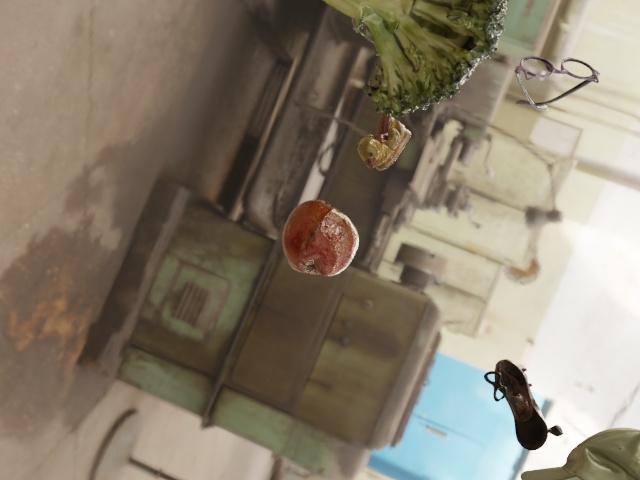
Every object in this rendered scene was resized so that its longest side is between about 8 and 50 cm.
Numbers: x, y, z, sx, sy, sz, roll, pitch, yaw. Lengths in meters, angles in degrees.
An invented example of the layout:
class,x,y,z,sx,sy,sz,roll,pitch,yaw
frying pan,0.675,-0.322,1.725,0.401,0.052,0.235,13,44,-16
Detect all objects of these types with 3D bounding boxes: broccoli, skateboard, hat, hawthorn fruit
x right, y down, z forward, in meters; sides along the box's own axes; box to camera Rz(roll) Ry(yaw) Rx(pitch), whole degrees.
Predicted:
class,x,y,z,sx,sy,sz,roll,pitch,yaw
broccoli,0.049,-0.303,1.123,0.252,0.362,0.221,95,9,-72
skateboard,0.310,0.258,1.427,0.067,0.151,0.080,-38,155,31
hat,0.284,0.232,0.882,0.166,0.122,0.081,-21,-136,47
hawthorn fruit,0.000,0.000,1.407,0.128,0.128,0.128,21,90,-79

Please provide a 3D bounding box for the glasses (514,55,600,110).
class,x,y,z,sx,sy,sz,roll,pitch,yaw
glasses,0.363,-0.236,1.447,0.103,0.140,0.062,104,-18,-44

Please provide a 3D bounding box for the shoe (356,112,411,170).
class,x,y,z,sx,sy,sz,roll,pitch,yaw
shoe,0.110,-0.177,1.627,0.109,0.069,0.072,-43,-161,-9
